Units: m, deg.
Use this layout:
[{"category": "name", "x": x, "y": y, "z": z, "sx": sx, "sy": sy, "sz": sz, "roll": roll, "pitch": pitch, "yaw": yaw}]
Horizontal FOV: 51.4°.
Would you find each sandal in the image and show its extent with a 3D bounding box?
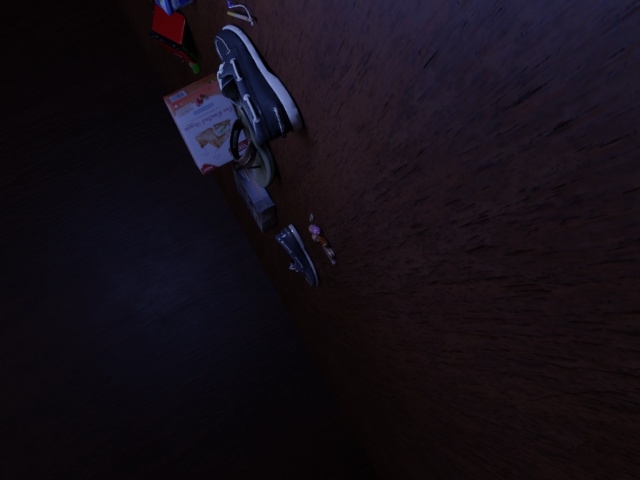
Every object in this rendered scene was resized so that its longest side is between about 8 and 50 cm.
[{"category": "sandal", "x": -0.180, "y": -0.238, "z": 1.591, "sx": 0.120, "sy": 0.086, "sz": 0.302, "roll": 55, "pitch": 168, "yaw": 33}]

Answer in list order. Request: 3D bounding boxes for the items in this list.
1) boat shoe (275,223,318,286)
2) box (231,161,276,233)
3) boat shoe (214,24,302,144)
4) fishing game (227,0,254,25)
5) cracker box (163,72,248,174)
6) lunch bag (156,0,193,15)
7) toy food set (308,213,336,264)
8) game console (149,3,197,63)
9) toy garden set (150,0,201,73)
[{"category": "boat shoe", "x": -0.067, "y": 0.053, "z": 1.891, "sx": 0.206, "sy": 0.065, "sz": 0.075, "roll": 66, "pitch": 169, "yaw": -26}, {"category": "box", "x": -0.208, "y": -0.139, "z": 2.101, "sx": 0.183, "sy": 0.056, "sz": 0.231, "roll": 58, "pitch": 170, "yaw": 13}, {"category": "boat shoe", "x": -0.142, "y": -0.293, "z": 1.228, "sx": 0.302, "sy": 0.091, "sz": 0.114, "roll": 54, "pitch": 167, "yaw": 37}, {"category": "fishing game", "x": -0.193, "y": -0.489, "z": 1.101, "sx": 0.189, "sy": 0.041, "sz": 0.264, "roll": 44, "pitch": 160, "yaw": 52}, {"category": "cracker box", "x": -0.303, "y": -0.315, "z": 1.807, "sx": 0.067, "sy": 0.156, "sz": 0.232, "roll": 49, "pitch": 165, "yaw": 49}, {"category": "lunch bag", "x": -0.348, "y": -0.604, "z": 1.432, "sx": 0.176, "sy": 0.090, "sz": 0.219, "roll": 58, "pitch": 171, "yaw": 5}, {"category": "toy food set", "x": 0.000, "y": 0.000, "z": 1.534, "sx": 0.122, "sy": 0.019, "sz": 0.078, "roll": 60, "pitch": 170, "yaw": 9}, {"category": "game console", "x": -0.402, "y": -0.576, "z": 1.856, "sx": 0.144, "sy": 0.085, "sz": 0.124, "roll": 34, "pitch": -179, "yaw": 33}, {"category": "toy garden set", "x": -0.442, "y": -0.631, "z": 1.943, "sx": 0.244, "sy": 0.049, "sz": 0.204, "roll": 58, "pitch": 170, "yaw": 17}]
